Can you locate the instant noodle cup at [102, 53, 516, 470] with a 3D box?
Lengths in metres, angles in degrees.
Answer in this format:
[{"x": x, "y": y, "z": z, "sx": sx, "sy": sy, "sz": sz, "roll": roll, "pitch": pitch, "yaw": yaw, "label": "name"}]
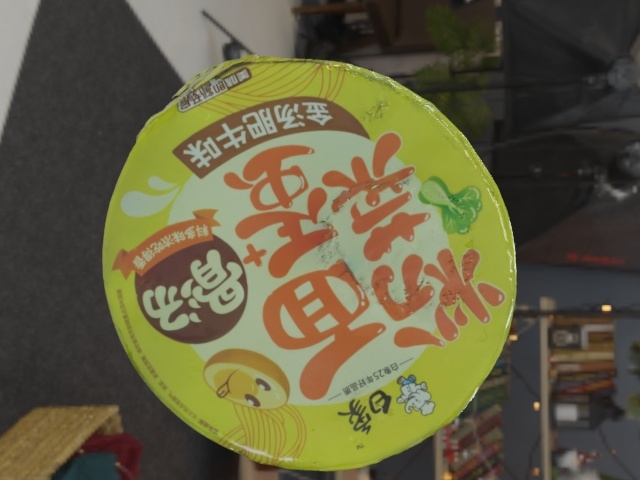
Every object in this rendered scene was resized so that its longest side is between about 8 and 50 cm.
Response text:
[{"x": 0.000, "y": 0.000, "z": 0.784, "sx": 0.221, "sy": 0.311, "sz": 0.311, "roll": -57, "pitch": 144, "yaw": -77, "label": "instant noodle cup"}]
